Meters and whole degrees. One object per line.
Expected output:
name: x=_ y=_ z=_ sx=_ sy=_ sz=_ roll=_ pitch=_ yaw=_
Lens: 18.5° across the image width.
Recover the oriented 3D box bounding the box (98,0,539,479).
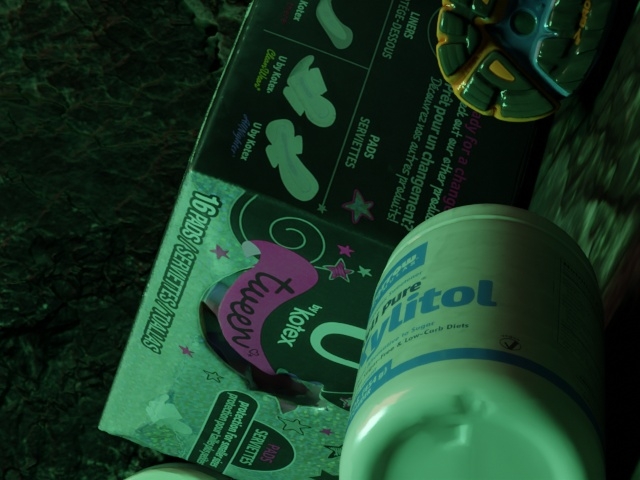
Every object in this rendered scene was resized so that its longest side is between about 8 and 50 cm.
box: x=0.000 y=0.000 z=0.937 sx=0.247 sy=0.142 sz=0.163 roll=115 pitch=175 yaw=-55

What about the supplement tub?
supplement tub: x=0.045 y=0.042 z=0.548 sx=0.107 sy=0.071 sz=0.071 roll=-77 pitch=9 yaw=-63

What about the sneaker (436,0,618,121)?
sneaker: x=0.105 y=-0.155 z=0.797 sx=0.221 sy=0.083 sz=0.087 roll=-65 pitch=-4 yaw=4

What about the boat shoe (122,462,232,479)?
boat shoe: x=-0.079 y=0.224 z=0.861 sx=0.099 sy=0.116 sz=0.319 roll=-55 pitch=-22 yaw=-65
